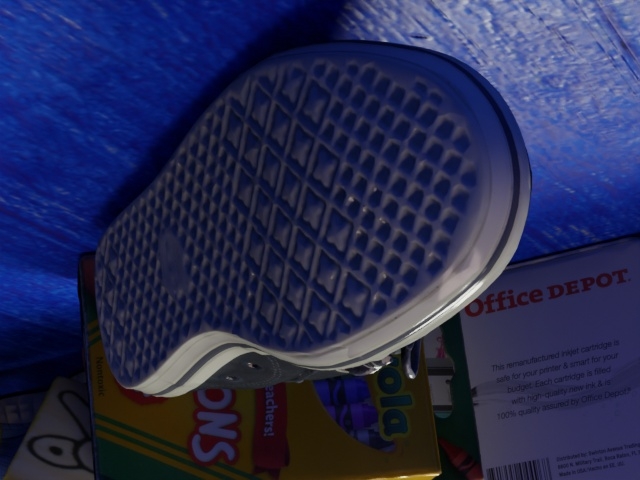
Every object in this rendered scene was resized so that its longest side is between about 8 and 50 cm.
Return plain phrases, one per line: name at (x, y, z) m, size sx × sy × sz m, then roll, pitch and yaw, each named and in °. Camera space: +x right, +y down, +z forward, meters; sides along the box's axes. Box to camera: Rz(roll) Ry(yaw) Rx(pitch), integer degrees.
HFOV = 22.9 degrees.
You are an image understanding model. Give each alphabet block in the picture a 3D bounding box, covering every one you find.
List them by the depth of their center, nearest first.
alphabet block at (-0.205, 0.275, 1.483) m, size 0.197 × 0.192 × 0.193 m, roll 22°, pitch 115°, yaw -2°

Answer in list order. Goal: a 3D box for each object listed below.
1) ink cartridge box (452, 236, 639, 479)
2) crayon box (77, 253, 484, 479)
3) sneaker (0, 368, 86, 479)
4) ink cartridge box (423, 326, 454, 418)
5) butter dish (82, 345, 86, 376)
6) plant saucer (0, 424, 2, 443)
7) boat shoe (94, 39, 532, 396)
ink cartridge box at (0.234, 0.154, 1.405) m, size 0.197 × 0.273 × 0.114 m, roll -14°, pitch 165°, yaw 24°
crayon box at (-0.027, 0.105, 1.267) m, size 0.318 × 0.202 × 0.081 m, roll -5°, pitch 163°, yaw -10°
sneaker at (-0.233, 0.219, 1.647) m, size 0.330 × 0.147 × 0.129 m, roll -21°, pitch 158°, yaw 38°
ink cartridge box at (0.086, 0.184, 1.567) m, size 0.270 × 0.197 × 0.198 m, roll 2°, pitch 161°, yaw -24°
butter dish at (-0.121, 0.130, 1.449) m, size 0.160 × 0.160 × 0.118 m, roll 7°, pitch 133°, yaw -28°
plant saucer at (-0.408, 0.173, 1.564) m, size 0.188 × 0.045 × 0.188 m, roll 7°, pitch 160°, yaw -10°
boat shoe at (0.000, 0.000, 0.989) m, size 0.156 × 0.187 × 0.500 m, roll -4°, pitch 168°, yaw -26°
